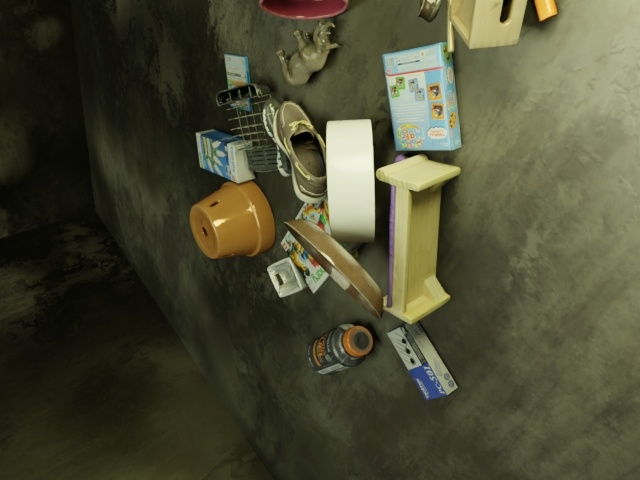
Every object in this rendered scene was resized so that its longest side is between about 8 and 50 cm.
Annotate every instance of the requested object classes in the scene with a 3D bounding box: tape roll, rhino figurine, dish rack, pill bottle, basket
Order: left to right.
[{"bbox_3d":[-0.209,-0.342,1.592,0.208,0.074,0.271,5,113,46],"label":"dish rack"},{"bbox_3d":[-0.080,0.105,1.667,0.167,0.103,0.113,-26,88,57],"label":"basket"},{"bbox_3d":[-0.029,-0.472,1.291,0.243,0.073,0.106,-24,87,54],"label":"rhino figurine"},{"bbox_3d":[0.063,0.334,1.583,0.130,0.131,0.246,61,145,8],"label":"pill bottle"},{"bbox_3d":[0.071,-0.135,1.184,0.286,0.100,0.285,-2,-90,-85],"label":"tape roll"}]

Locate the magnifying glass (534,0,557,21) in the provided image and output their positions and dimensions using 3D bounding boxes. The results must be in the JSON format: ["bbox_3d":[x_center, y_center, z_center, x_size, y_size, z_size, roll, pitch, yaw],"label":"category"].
[{"bbox_3d":[0.339,-0.474,0.833,0.092,0.026,0.230,-11,101,55],"label":"magnifying glass"}]

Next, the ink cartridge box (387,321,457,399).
[{"bbox_3d":[0.268,0.317,1.367,0.207,0.046,0.097,60,147,10],"label":"ink cartridge box"}]

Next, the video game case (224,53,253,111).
[{"bbox_3d":[-0.261,-0.505,1.638,0.119,0.015,0.166,26,129,43],"label":"video game case"}]

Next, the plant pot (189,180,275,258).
[{"bbox_3d":[-0.326,-0.059,1.819,0.291,0.204,0.290,32,134,41],"label":"plant pot"}]

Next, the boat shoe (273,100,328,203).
[{"bbox_3d":[-0.046,-0.255,1.354,0.096,0.117,0.324,115,145,-55],"label":"boat shoe"}]

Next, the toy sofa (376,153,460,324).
[{"bbox_3d":[0.197,-0.008,1.185,0.177,0.150,0.362,26,129,42],"label":"toy sofa"}]

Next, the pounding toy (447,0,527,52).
[{"bbox_3d":[0.278,-0.413,0.888,0.181,0.094,0.206,85,178,-45],"label":"pounding toy"}]

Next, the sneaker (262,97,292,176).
[{"bbox_3d":[-0.093,-0.299,1.480,0.106,0.078,0.234,7,118,49],"label":"sneaker"}]

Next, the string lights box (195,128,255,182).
[{"bbox_3d":[-0.335,-0.301,1.802,0.260,0.077,0.133,25,127,44],"label":"string lights box"}]

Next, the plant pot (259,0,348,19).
[{"bbox_3d":[-0.037,-0.610,1.135,0.201,0.202,0.180,8,100,52],"label":"plant pot"}]

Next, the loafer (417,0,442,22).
[{"bbox_3d":[0.184,-0.505,0.929,0.080,0.079,0.219,117,153,-89],"label":"loafer"}]

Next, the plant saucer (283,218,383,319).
[{"bbox_3d":[0.040,0.054,1.169,0.310,0.050,0.310,44,175,5],"label":"plant saucer"}]

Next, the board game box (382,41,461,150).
[{"bbox_3d":[0.214,-0.299,1.090,0.160,0.039,0.211,12,118,51],"label":"board game box"}]

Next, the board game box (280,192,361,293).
[{"bbox_3d":[0.000,0.000,1.459,0.192,0.053,0.305,55,144,16],"label":"board game box"}]

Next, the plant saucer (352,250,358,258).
[{"bbox_3d":[0.011,-0.003,1.533,0.188,0.045,0.188,-35,80,55],"label":"plant saucer"}]
